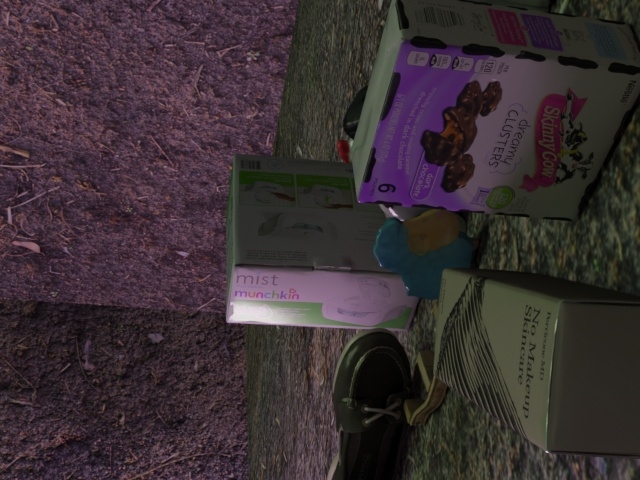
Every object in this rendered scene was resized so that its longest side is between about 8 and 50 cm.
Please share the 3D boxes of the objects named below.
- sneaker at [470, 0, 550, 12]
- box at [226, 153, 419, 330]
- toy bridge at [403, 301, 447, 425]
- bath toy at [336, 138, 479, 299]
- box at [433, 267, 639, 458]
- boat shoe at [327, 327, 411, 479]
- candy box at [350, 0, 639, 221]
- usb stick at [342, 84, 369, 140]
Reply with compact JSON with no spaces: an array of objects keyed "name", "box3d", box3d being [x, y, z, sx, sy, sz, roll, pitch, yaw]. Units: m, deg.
[{"name":"sneaker","box3d":[0.186,-0.276,0.920,0.236,0.095,0.104,115,165,-51]},{"name":"box","box3d":[0.000,0.000,1.344,0.231,0.262,0.126,-96,14,-44]},{"name":"toy bridge","box3d":[0.138,0.161,1.159,0.063,0.026,0.188,-102,19,-52]},{"name":"bath toy","box3d":[0.099,-0.071,1.193,0.348,0.129,0.151,-101,18,-60]},{"name":"box","box3d":[0.176,0.087,0.766,0.275,0.094,0.113,-170,85,-81]},{"name":"boat shoe","box3d":[0.074,0.269,1.284,0.095,0.112,0.335,-119,28,-50]},{"name":"candy box","box3d":[0.138,-0.103,0.769,0.070,0.196,0.164,-94,13,-45]},{"name":"usb stick","box3d":[0.124,-0.159,0.961,0.278,0.045,0.077,-13,49,52]}]
